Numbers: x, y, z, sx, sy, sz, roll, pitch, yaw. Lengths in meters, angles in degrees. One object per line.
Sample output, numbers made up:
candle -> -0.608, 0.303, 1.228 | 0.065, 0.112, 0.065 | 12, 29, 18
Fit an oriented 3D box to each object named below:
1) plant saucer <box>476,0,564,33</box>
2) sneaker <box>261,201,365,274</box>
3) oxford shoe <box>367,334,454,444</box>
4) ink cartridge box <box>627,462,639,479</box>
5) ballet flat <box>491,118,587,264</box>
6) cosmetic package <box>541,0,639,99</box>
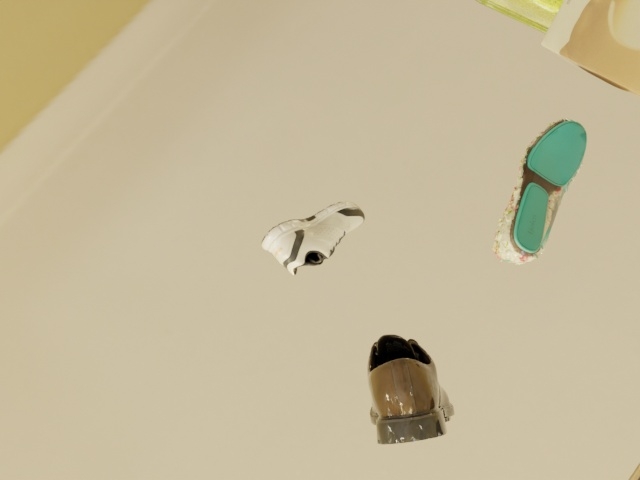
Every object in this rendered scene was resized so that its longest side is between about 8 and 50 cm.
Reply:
plant saucer -> 0.177, -0.204, 0.984 | 0.188, 0.188, 0.045 | 31, -77, 22
sneaker -> 0.000, 0.000, 1.013 | 0.109, 0.040, 0.044 | -23, -114, -39
oxford shoe -> 0.084, 0.136, 1.138 | 0.082, 0.227, 0.096 | -10, -94, 0
ink cartridge box -> 0.415, 0.206, 1.243 | 0.088, 0.193, 0.234 | 37, -152, 22
ballet flat -> 0.297, -0.068, 1.652 | 0.241, 0.091, 0.077 | -60, -169, -26
cosmetic package -> 0.164, -0.092, 0.552 | 0.115, 0.041, 0.060 | 40, -74, 48
